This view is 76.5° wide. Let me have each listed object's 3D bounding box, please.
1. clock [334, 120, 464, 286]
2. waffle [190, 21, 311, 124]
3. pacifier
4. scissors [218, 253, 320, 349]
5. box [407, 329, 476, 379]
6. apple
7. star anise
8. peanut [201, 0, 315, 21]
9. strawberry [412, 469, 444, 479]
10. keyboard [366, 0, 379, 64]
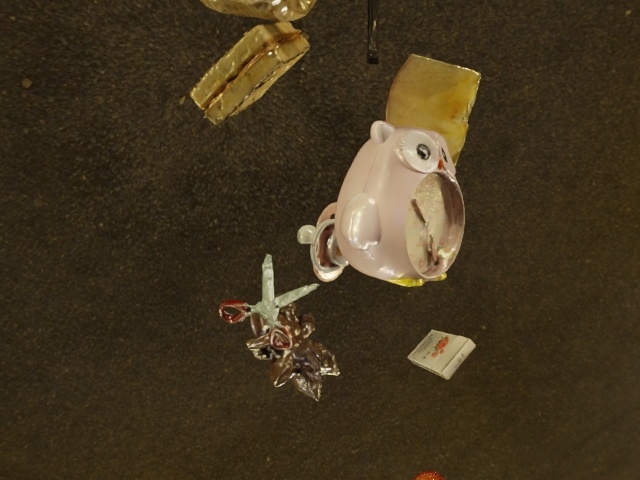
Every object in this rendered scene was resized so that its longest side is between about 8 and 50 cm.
[{"bbox_3d":[0.194,-0.096,1.036,0.369,0.251,0.376,-6,101,-42],"label":"clock"},{"bbox_3d":[-0.171,-0.462,1.095,0.261,0.376,0.114,-32,109,23],"label":"waffle"},{"bbox_3d":[0.034,0.004,1.676,0.221,0.273,0.331,1,103,-17],"label":"pacifier"},{"bbox_3d":[-0.079,0.102,0.636,0.144,0.017,0.247,29,142,-4],"label":"scissors"},{"bbox_3d":[0.302,0.284,1.035,0.109,0.198,0.029,-44,93,-12],"label":"box"},{"bbox_3d":[0.329,-0.352,1.200,0.314,0.252,0.308,4,108,-45],"label":"apple"},{"bbox_3d":[-0.069,0.283,1.103,0.316,0.315,0.108,26,121,-24],"label":"star anise"},{"bbox_3d":[-0.168,-0.602,0.961,0.326,0.153,0.140,7,128,0],"label":"peanut"},{"bbox_3d":[0.345,0.800,1.268,0.145,0.145,0.086,-34,102,2],"label":"strawberry"},{"bbox_3d":[0.140,-0.578,1.077,0.061,0.013,0.204,-30,124,-52],"label":"keyboard"}]
